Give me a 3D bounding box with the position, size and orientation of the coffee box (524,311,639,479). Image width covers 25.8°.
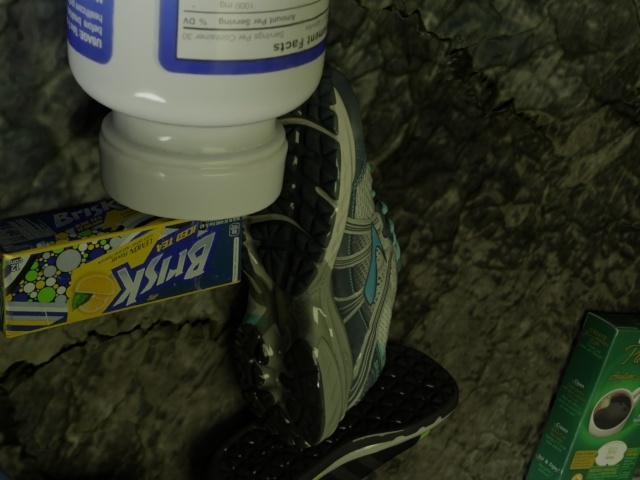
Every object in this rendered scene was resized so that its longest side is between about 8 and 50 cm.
[{"bbox_3d":[0.264,0.155,1.286,0.113,0.040,0.184,3,111,-39],"label":"coffee box"}]

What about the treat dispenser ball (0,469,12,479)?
[{"bbox_3d":[-0.270,0.237,0.754,0.288,0.288,0.288,-17,122,-30],"label":"treat dispenser ball"}]

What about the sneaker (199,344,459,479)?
[{"bbox_3d":[-0.001,0.159,1.081,0.234,0.084,0.097,-22,149,-26],"label":"sneaker"}]

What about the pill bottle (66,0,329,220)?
[{"bbox_3d":[-0.068,-0.157,0.797,0.152,0.152,0.272,-12,120,-32],"label":"pill bottle"}]

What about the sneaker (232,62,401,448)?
[{"bbox_3d":[0.000,0.000,0.984,0.122,0.110,0.283,-31,133,-44],"label":"sneaker"}]

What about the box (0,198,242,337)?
[{"bbox_3d":[-0.134,0.009,0.899,0.168,0.054,0.059,-13,119,-31],"label":"box"}]
